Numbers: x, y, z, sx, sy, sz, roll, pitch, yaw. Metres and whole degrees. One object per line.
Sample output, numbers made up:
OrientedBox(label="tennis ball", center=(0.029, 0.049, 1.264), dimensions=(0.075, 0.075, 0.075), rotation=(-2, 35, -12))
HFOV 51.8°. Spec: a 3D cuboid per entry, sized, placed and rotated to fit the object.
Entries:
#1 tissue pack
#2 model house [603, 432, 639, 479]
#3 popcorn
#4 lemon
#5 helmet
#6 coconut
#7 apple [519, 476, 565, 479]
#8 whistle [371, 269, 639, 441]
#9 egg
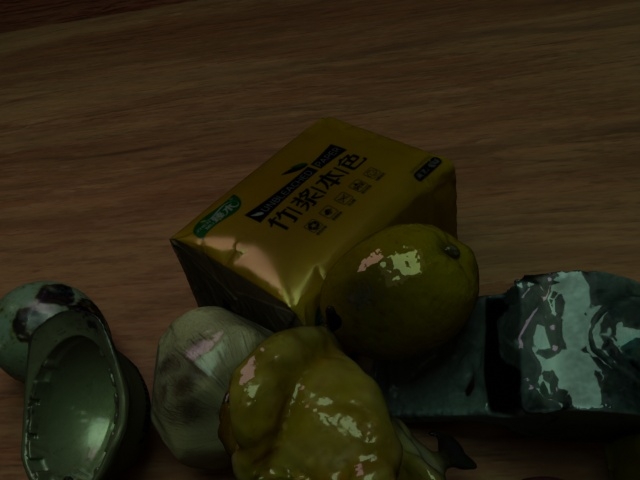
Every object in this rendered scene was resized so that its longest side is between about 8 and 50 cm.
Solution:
OrientedBox(label="tissue pack", center=(0.000, 0.000, 1.070), dimensions=(0.293, 0.228, 0.382), rotation=(26, 56, 35))
OrientedBox(label="model house", center=(0.435, 0.321, 0.663), dimensions=(0.268, 0.173, 0.239), rotation=(-20, 44, 44))
OrientedBox(label="popcorn", center=(0.013, 0.263, 0.734), dimensions=(0.315, 0.297, 0.281), rotation=(39, 79, 17))
OrientedBox(label="lemon", center=(0.098, 0.066, 0.833), dimensions=(0.207, 0.170, 0.170), rotation=(-34, 32, 30))
OrientedBox(label="helmet", center=(-0.314, 0.234, 0.945), dimensions=(0.204, 0.137, 0.258), rotation=(-11, 74, 28))
OrientedBox(label="coconut", center=(-0.133, 0.202, 0.903), dimensions=(0.224, 0.224, 0.224), rotation=(-8, 41, 7))
OrientedBox(label="apple", center=(0.248, 0.334, 0.710), dimensions=(0.153, 0.120, 0.153), rotation=(-11, 36, 8))
OrientedBox(label="whistle", center=(0.247, 0.153, 0.833), dimensions=(0.404, 0.188, 0.168), rotation=(-4, 62, 18))
OrientedBox(label="egg", center=(-0.432, 0.155, 1.065), dimensions=(0.231, 0.169, 0.169), rotation=(18, 50, 29))
